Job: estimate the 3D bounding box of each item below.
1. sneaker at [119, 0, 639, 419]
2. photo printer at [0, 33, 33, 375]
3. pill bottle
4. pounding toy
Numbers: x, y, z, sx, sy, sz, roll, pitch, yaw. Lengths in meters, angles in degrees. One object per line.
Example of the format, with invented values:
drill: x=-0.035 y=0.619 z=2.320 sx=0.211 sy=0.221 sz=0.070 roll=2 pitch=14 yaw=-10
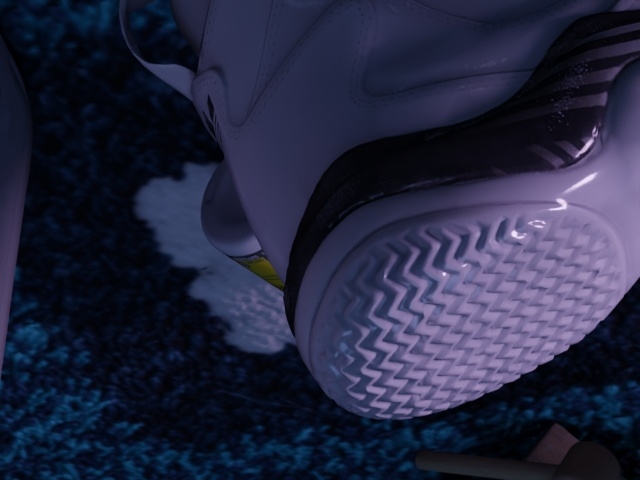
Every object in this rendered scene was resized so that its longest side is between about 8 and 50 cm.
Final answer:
sneaker: x=0.107 y=-0.103 z=0.638 sx=0.366 sy=0.210 sz=0.137 roll=-30 pitch=151 yaw=-15
photo printer: x=-0.205 y=0.006 z=0.652 sx=0.107 sy=0.307 sz=0.256 roll=-6 pitch=147 yaw=11
pill bottle: x=0.000 y=0.000 z=0.858 sx=0.065 sy=0.065 sz=0.116 roll=-23 pitch=141 yaw=33
pounding toy: x=0.152 y=0.170 z=1.084 sx=0.181 sy=0.094 sz=0.206 roll=39 pitch=145 yaw=8
